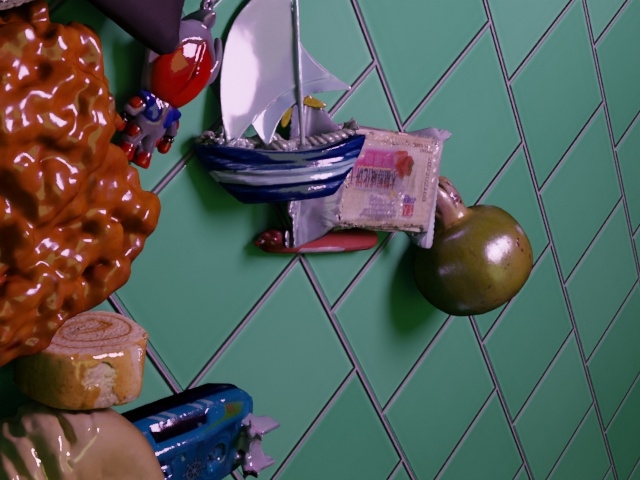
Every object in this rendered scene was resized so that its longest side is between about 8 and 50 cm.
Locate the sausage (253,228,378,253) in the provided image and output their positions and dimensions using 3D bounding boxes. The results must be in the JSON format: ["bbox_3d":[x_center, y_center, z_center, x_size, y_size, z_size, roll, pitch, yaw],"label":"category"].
[{"bbox_3d":[0.000,0.000,1.475,0.253,0.034,0.034,-1,105,-52],"label":"sausage"}]

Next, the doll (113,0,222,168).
[{"bbox_3d":[-0.160,-0.170,1.190,0.104,0.062,0.195,26,91,-34],"label":"doll"}]

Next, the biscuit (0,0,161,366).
[{"bbox_3d":[-0.293,-0.047,1.031,0.318,0.110,0.312,-36,129,-38],"label":"biscuit"}]

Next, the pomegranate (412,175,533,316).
[{"bbox_3d":[0.210,0.018,1.644,0.210,0.179,0.179,34,76,-31],"label":"pomegranate"}]

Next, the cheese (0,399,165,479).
[{"bbox_3d":[-0.265,0.272,1.153,0.214,0.117,0.226,-54,128,-9],"label":"cheese"}]

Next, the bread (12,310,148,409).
[{"bbox_3d":[-0.242,0.127,1.152,0.149,0.122,0.073,-6,112,-49],"label":"bread"}]

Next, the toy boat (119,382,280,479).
[{"bbox_3d":[-0.176,0.268,1.320,0.299,0.092,0.134,-17,120,-48],"label":"toy boat"}]

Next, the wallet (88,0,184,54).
[{"bbox_3d":[-0.213,-0.322,0.977,0.377,0.051,0.197,33,64,-63],"label":"wallet"}]

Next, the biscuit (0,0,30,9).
[{"bbox_3d":[-0.329,-0.235,0.930,0.199,0.040,0.121,-31,97,-41],"label":"biscuit"}]

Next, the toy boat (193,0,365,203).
[{"bbox_3d":[-0.048,-0.190,1.293,0.220,0.067,0.291,-8,104,-24],"label":"toy boat"}]

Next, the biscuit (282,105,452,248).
[{"bbox_3d":[0.060,-0.078,1.480,0.309,0.079,0.186,3,96,-52],"label":"biscuit"}]
